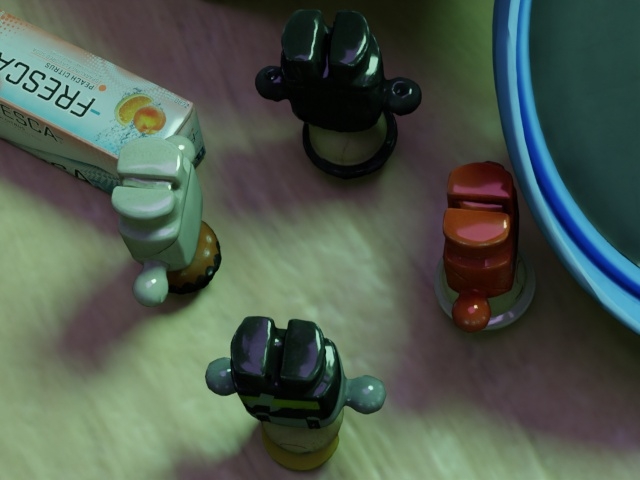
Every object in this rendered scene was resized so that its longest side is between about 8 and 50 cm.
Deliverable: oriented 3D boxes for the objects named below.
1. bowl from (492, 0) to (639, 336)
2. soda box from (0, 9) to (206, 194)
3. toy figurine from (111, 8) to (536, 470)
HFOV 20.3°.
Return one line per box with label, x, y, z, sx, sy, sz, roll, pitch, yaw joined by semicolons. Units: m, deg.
bowl;0.277;-0.114;0.979;0.391;0.077;0.391;-3;104;-11
soda box;-0.165;-0.086;1.126;0.183;0.063;0.058;27;67;17
toy figurine;0.000;0.000;1.031;0.209;0.148;0.213;-39;68;-9
